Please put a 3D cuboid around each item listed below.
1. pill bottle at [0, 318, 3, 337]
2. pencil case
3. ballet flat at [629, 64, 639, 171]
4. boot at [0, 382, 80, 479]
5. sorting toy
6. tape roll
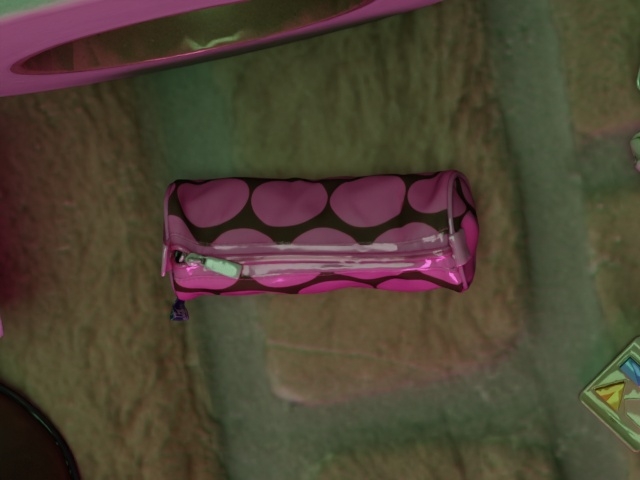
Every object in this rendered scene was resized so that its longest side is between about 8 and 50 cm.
[{"bbox_3d":[-0.397,0.020,0.833,0.361,0.204,0.204,-12,93,-14],"label":"pill bottle"},{"bbox_3d":[0.000,0.000,0.881,0.209,0.098,0.095,-4,94,7],"label":"pencil case"},{"bbox_3d":[0.239,-0.083,0.865,0.074,0.074,0.203,3,101,7],"label":"ballet flat"},{"bbox_3d":[-0.225,0.215,0.834,0.096,0.280,0.264,-25,91,8],"label":"boot"},{"bbox_3d":[0.226,0.114,0.905,0.083,0.012,0.062,43,98,2],"label":"sorting toy"},{"bbox_3d":[-0.076,-0.147,0.733,0.392,0.392,0.072,-12,93,8],"label":"tape roll"}]
